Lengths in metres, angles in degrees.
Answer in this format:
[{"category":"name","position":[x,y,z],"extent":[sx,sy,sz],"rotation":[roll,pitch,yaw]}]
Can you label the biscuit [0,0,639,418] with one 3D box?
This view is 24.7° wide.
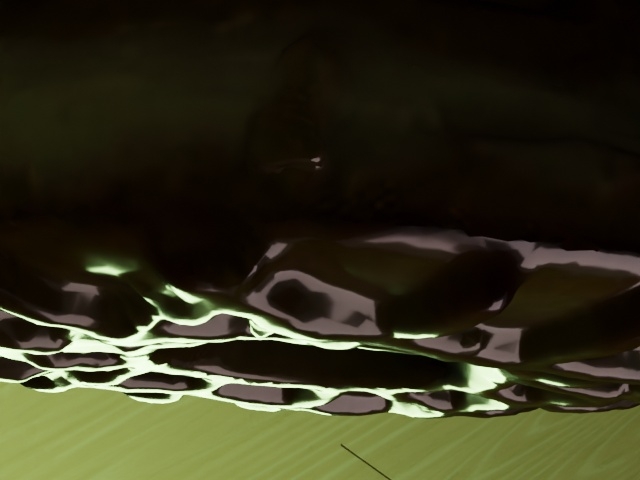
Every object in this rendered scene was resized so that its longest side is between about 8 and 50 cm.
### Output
[{"category":"biscuit","position":[0.000,0.000,0.488],"extent":[0.332,0.103,0.332],"rotation":[2,170,0]}]
